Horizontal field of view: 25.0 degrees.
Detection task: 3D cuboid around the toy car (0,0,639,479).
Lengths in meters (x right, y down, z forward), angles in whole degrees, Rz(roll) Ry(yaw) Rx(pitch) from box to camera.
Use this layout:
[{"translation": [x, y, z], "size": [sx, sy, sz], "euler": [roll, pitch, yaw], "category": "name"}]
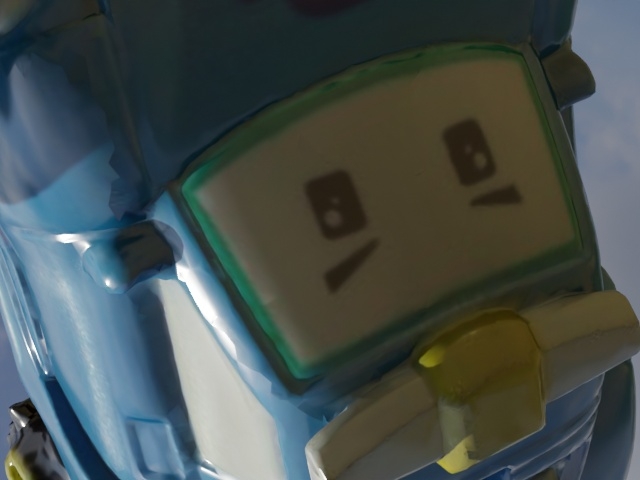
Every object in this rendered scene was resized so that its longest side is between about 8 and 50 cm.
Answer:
[{"translation": [0.000, 0.000, 0.398], "size": [0.198, 0.314, 0.166], "euler": [-23, -146, -20], "category": "toy car"}]
